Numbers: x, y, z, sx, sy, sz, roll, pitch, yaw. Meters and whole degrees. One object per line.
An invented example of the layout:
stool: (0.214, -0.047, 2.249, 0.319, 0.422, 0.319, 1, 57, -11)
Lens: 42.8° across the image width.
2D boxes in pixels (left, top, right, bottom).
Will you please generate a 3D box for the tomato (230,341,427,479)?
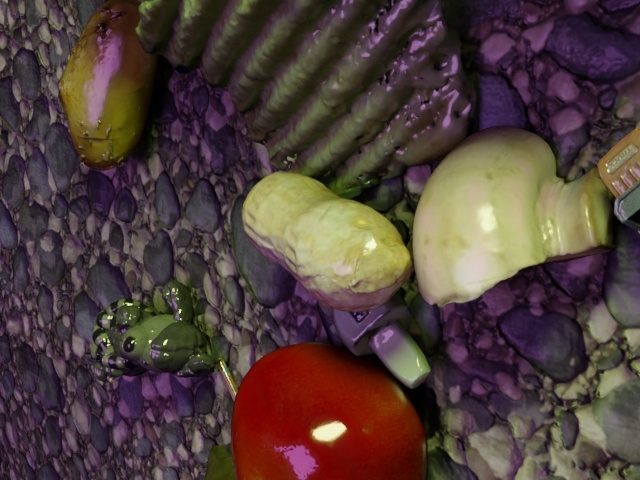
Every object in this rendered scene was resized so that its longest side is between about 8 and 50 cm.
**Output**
tomato: (-0.002, 0.280, 1.089, 0.299, 0.226, 0.298, 7, 100, 44)

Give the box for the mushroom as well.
mushroom: (0.177, -0.032, 0.890, 0.236, 0.162, 0.173, -19, 91, 42)

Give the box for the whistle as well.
whistle: (0.062, 0.095, 1.080, 0.110, 0.092, 0.244, -45, 58, 8)

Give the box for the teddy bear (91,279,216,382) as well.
teddy bear: (-0.298, 0.157, 1.421, 0.251, 0.144, 0.171, -12, 75, 42)

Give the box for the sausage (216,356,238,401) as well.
sausage: (-0.152, 0.242, 1.377, 0.015, 0.015, 0.100, -43, 68, 40)

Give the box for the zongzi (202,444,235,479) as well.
zongzi: (-0.182, 0.423, 1.165, 0.418, 0.447, 0.181, 39, 99, 39)

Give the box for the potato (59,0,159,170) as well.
potato: (-0.361, -0.264, 1.397, 0.173, 0.140, 0.300, 31, 115, 32)

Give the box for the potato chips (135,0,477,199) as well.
potato chips: (-0.017, -0.210, 1.009, 0.389, 0.373, 0.097, -12, 44, 41)

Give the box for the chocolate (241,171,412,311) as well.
chocolate: (0.000, 0.000, 1.020, 0.309, 0.134, 0.134, 29, 118, 53)

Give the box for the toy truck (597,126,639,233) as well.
toy truck: (0.350, -0.025, 0.775, 0.083, 0.092, 0.192, -49, 64, 40)
